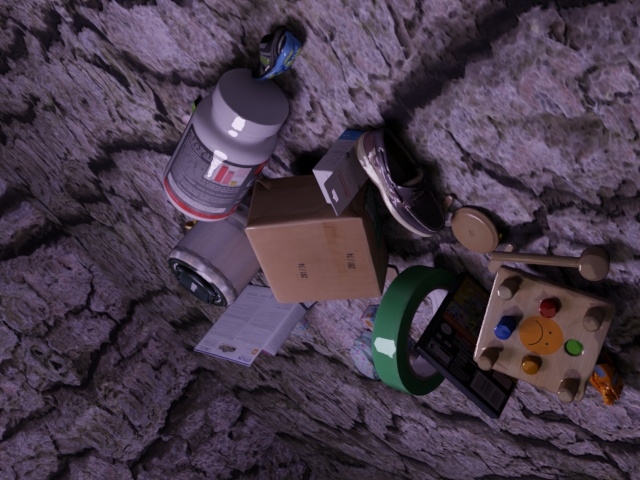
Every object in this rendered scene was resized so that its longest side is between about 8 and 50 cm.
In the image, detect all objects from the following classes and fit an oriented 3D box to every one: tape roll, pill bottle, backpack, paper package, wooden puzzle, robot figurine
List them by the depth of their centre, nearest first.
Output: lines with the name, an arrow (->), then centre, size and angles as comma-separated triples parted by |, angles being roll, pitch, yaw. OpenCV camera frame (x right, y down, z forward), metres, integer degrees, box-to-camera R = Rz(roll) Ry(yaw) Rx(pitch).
pill bottle -> -0.230, -0.224, 1.631 | 0.210, 0.210, 0.363 | 38, 135, -3
robot figurine -> 0.604, 0.277, 1.637 | 0.211, 0.085, 0.291 | -10, 127, 51
tape roll -> 0.254, 0.224, 1.701 | 0.077, 0.321, 0.321 | 12, 143, 40
paper package -> 0.000, 0.000, 1.713 | 0.310, 0.168, 0.324 | -5, 138, 14
wooden puzzle -> 0.190, 0.091, 1.902 | 0.116, 0.014, 0.078 | 17, 151, 32
backpack -> 0.169, 0.385, 2.258 | 0.152, 0.115, 0.182 | 25, 147, 27

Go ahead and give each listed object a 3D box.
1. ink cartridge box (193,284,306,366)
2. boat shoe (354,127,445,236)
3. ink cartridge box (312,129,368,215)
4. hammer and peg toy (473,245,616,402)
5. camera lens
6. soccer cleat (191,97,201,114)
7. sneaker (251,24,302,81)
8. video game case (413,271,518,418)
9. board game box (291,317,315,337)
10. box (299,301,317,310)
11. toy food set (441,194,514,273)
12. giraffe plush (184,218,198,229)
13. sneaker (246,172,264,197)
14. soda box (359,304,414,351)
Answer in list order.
ink cartridge box -> -0.236, 0.302, 2.361 | 0.324, 0.330, 0.071 | 5, 138, 46
boat shoe -> 0.189, -0.126, 1.486 | 0.285, 0.103, 0.092 | 53, 152, -13
ink cartridge box -> 0.048, -0.153, 1.519 | 0.060, 0.180, 0.104 | 13, 143, 37
hammer and peg toy -> 0.489, 0.154, 1.474 | 0.266, 0.127, 0.361 | 19, 116, 24
camera lens -> -0.264, 0.027, 1.864 | 0.219, 0.274, 0.219 | 30, 155, 16
soccer cleat -> -0.267, -0.308, 1.772 | 0.179, 0.060, 0.072 | 33, 150, 14
sneaker -> -0.101, -0.401, 1.455 | 0.078, 0.067, 0.188 | 61, 151, 0
video game case -> 0.391, 0.257, 1.673 | 0.275, 0.248, 0.035 | 42, 153, -9
board game box -> -0.102, 0.315, 2.549 | 0.154, 0.026, 0.103 | 3, 137, 47
box -> -0.117, 0.100, 2.139 | 0.232, 0.059, 0.183 | 52, 174, -25
toy food set -> 0.351, -0.024, 1.533 | 0.192, 0.038, 0.132 | 42, 148, 14
giraffe plush -> -0.326, -0.095, 2.036 | 0.181, 0.170, 0.210 | -5, 131, 51
sneaker -> -0.198, -0.132, 1.939 | 0.083, 0.084, 0.214 | 34, 152, 48
soda box -> 0.210, 0.281, 2.115 | 0.183, 0.058, 0.063 | 46, 150, -18
